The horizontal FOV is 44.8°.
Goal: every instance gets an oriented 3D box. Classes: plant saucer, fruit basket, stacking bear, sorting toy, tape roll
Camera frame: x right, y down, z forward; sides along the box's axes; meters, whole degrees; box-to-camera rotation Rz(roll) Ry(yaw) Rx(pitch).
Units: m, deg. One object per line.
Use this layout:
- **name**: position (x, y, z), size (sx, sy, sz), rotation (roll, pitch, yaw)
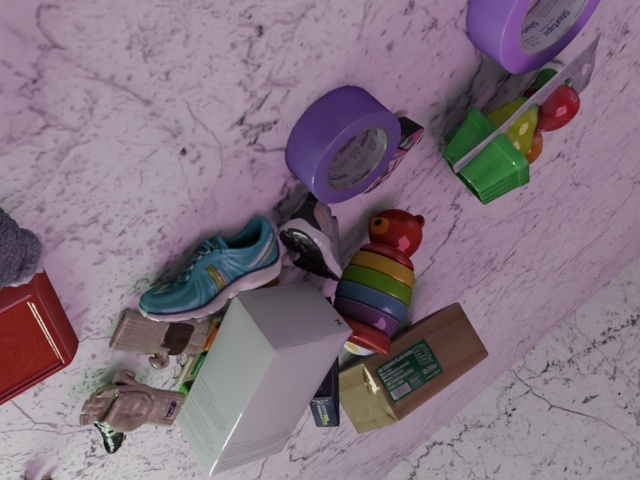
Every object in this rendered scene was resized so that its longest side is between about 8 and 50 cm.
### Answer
- **plant saucer**: position (-0.484, 0.168, 1.114), size (0.259, 0.048, 0.258), rotation (-30, 148, -21)
- **fruit basket**: position (0.404, -0.242, 1.545), size (0.353, 0.165, 0.327), rotation (-49, 165, 7)
- **stacking bear**: position (0.118, 0.070, 1.576), size (0.164, 0.175, 0.289), rotation (31, 77, -38)
- **sorting toy**: position (-0.179, 0.216, 1.559), size (0.196, 0.047, 0.347), rotation (-8, 135, -47)
- **tape roll**: position (0.039, -0.159, 1.304), size (0.189, 0.080, 0.189), rotation (-32, 149, -22)
- **tape roll**: position (0.388, -0.435, 1.369), size (0.275, 0.090, 0.275), rotation (-31, 148, -22)

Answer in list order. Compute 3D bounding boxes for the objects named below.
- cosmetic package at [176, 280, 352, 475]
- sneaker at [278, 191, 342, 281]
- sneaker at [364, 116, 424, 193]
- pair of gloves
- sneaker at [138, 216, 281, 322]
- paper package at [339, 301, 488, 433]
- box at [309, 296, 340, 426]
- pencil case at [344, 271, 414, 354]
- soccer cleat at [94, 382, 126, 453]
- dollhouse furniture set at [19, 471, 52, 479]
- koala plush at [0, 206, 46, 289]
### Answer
- **cosmetic package**: position (-0.115, 0.267, 1.501), size (0.197, 0.155, 0.365), rotation (-5, 132, -43)
- **sneaker**: position (0.000, 0.000, 1.452), size (0.271, 0.100, 0.108), rotation (72, 39, -67)
- **sneaker**: position (0.118, -0.155, 1.438), size (0.178, 0.072, 0.077), rotation (-41, 164, 11)
- **pair of gloves**: position (-0.309, 0.228, 1.379), size (0.204, 0.042, 0.240), rotation (8, 107, -49)
- **sneaker**: position (-0.187, 0.046, 1.301), size (0.275, 0.107, 0.110), rotation (-30, 129, -32)
- **paper package**: position (0.219, 0.328, 1.988), size (0.325, 0.168, 0.309), rotation (-28, 171, -25)
- **box**: position (0.007, 0.265, 1.685), size (0.059, 0.232, 0.183), rotation (-4, 147, 5)
- **pencil case**: position (0.121, 0.144, 1.773), size (0.124, 0.113, 0.273), rotation (-14, 141, -28)
- **soccer cleat**: position (-0.395, 0.330, 1.437), size (0.072, 0.060, 0.179), rotation (-7, 129, -34)
- **dollhouse furniture set**: position (-0.513, 0.476, 1.419), size (0.091, 0.114, 0.081), rotation (-13, 135, -39)
- **koala plush**: position (-0.431, 0.047, 0.898), size (0.221, 0.203, 0.196), rotation (-49, 154, -15)
